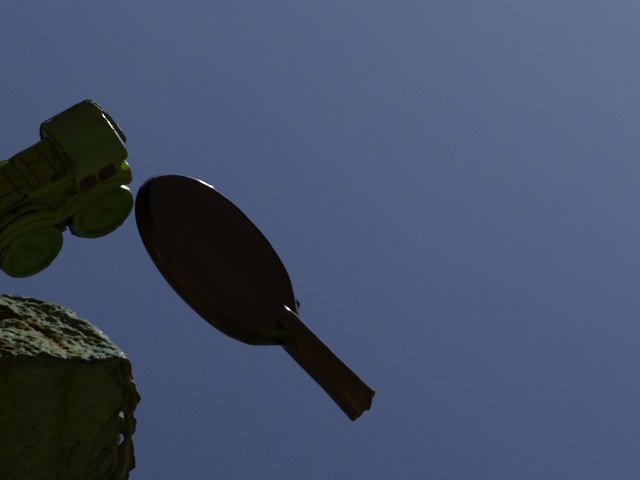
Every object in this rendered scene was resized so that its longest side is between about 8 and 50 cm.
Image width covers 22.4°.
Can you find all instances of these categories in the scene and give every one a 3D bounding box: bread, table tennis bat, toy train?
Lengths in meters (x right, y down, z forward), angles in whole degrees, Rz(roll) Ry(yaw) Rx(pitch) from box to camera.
[{"bbox_3d":[-0.167,0.071,0.668,0.156,0.110,0.103,-9,-57,-36],"label":"bread"},{"bbox_3d":[0.000,0.000,0.841,0.170,0.119,0.107,46,-155,-7],"label":"table tennis bat"},{"bbox_3d":[-0.212,0.015,0.853,0.249,0.085,0.053,-32,-118,-17],"label":"toy train"}]
